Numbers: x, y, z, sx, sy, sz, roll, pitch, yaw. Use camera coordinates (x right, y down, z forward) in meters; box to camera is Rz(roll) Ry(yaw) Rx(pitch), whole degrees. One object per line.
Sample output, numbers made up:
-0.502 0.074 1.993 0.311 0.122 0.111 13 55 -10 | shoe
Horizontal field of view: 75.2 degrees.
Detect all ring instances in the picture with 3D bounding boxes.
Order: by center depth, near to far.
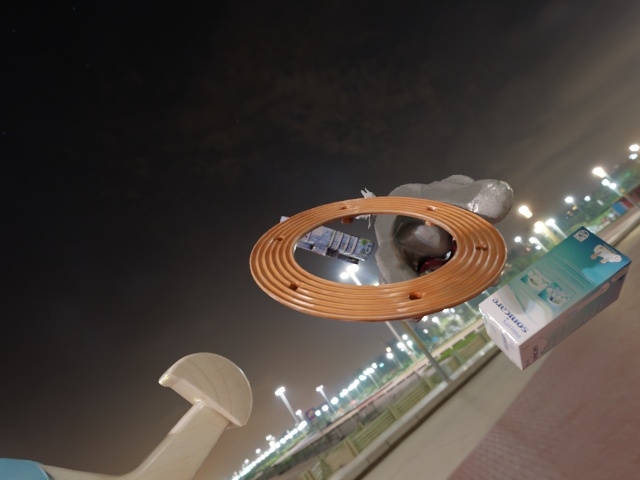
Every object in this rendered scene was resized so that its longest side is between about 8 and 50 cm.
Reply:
0.073 0.013 0.570 0.337 0.337 0.032 -25 -59 -31 | ring

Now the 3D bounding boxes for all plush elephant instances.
0.235 0.014 0.822 0.255 0.330 0.271 27 -82 -30 | plush elephant

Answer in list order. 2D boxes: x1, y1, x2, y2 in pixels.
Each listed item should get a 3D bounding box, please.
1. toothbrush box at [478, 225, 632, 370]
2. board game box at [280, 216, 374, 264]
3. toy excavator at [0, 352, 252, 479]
0.534 0.143 0.963 0.295 0.126 0.216 -39 -40 2 | toothbrush box
0.000 0.000 0.920 0.194 0.194 0.060 -174 100 -84 | board game box
-0.324 0.314 0.452 0.445 0.432 0.222 20 -34 -23 | toy excavator
